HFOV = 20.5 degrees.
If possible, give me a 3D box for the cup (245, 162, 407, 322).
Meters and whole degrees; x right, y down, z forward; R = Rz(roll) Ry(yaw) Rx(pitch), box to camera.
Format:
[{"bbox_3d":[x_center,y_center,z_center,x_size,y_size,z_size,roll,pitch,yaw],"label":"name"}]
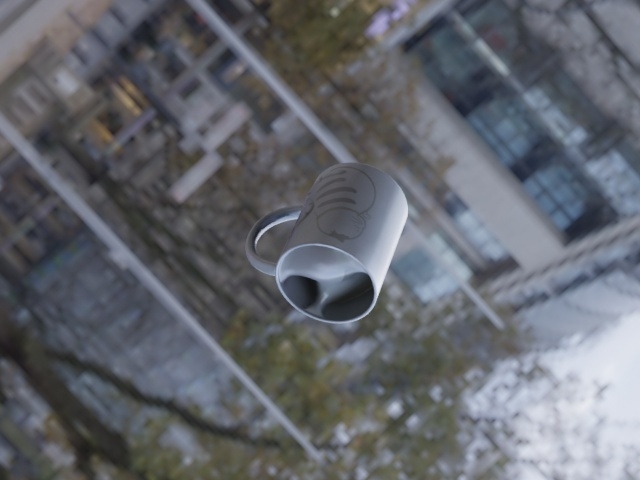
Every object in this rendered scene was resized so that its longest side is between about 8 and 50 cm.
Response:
[{"bbox_3d":[0.005,-0.006,1.679,0.133,0.136,0.099,-66,180,-46],"label":"cup"}]
